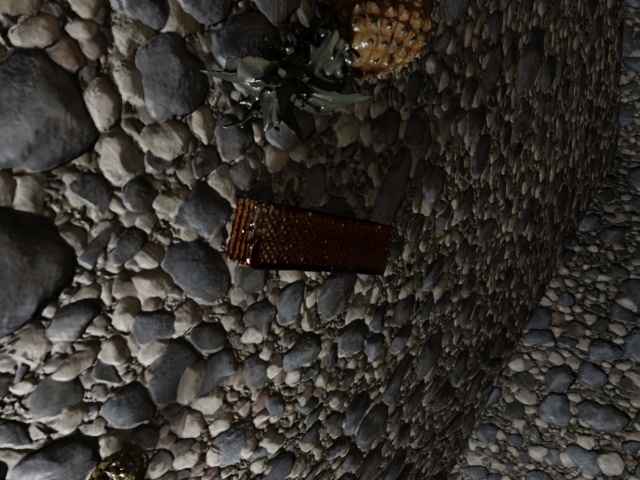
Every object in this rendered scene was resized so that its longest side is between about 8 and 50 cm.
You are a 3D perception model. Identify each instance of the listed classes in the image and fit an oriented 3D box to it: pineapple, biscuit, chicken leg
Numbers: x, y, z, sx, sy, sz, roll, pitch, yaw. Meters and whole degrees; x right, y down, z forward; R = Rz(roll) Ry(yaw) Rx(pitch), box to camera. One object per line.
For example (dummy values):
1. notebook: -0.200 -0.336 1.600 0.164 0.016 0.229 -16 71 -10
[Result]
1. pineapple: 0.006 -0.268 0.714 0.364 0.165 0.165 -39 131 -20
2. biscuit: 0.000 0.000 0.853 0.388 0.073 0.107 7 98 -49
3. chicken leg: -0.307 0.392 0.680 0.085 0.069 0.197 -20 129 -69
